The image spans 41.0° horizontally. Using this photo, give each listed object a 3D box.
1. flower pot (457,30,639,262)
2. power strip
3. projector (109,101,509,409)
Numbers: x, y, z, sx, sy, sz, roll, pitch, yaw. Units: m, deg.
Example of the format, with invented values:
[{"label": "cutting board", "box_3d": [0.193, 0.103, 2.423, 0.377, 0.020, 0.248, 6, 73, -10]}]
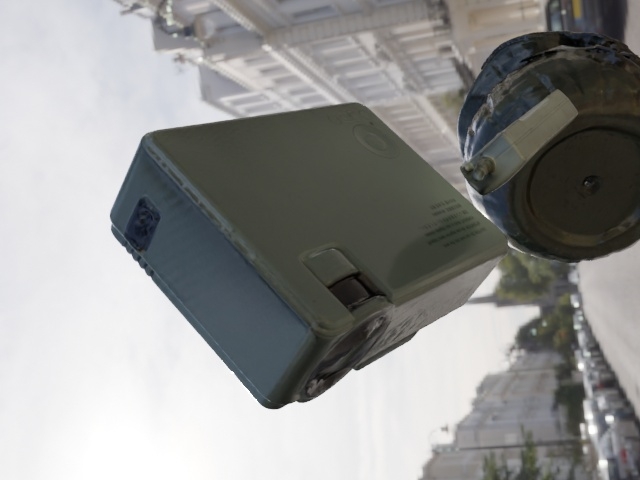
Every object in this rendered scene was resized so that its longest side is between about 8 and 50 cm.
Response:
[{"label": "flower pot", "box_3d": [0.332, -0.124, 1.104, 0.213, 0.301, 0.302, -101, -6, -59]}, {"label": "power strip", "box_3d": [0.154, -0.076, 0.651, 0.030, 0.047, 0.191, 50, -142, 4]}, {"label": "projector", "box_3d": [0.000, 0.000, 0.629, 0.256, 0.192, 0.099, -19, -33, -51]}]
